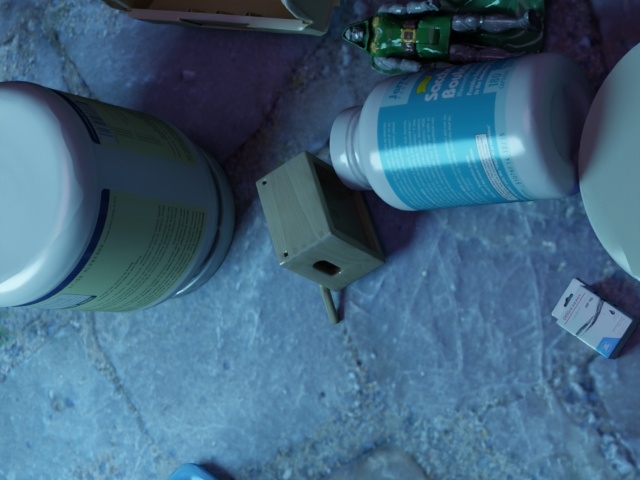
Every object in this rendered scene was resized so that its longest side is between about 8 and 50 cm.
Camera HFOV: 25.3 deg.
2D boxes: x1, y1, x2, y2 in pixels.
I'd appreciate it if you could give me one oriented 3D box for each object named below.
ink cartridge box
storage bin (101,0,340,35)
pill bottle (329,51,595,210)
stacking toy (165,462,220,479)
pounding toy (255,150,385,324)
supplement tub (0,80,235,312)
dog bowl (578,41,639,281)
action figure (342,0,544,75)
[{"bbox_3d":[0.276,0.078,1.454,0.083,0.028,0.048,36,102,27],"label":"ink cartridge box"},{"bbox_3d":[-0.108,-0.371,1.590,0.262,0.123,0.260,9,94,29],"label":"storage bin"},{"bbox_3d":[0.141,-0.107,1.466,0.264,0.146,0.146,-4,83,37],"label":"pill bottle"},{"bbox_3d":[-0.207,0.351,1.534,0.165,0.302,0.175,37,103,26],"label":"stacking toy"},{"bbox_3d":[0.000,0.000,1.564,0.100,0.141,0.130,-31,58,23],"label":"pounding toy"},{"bbox_3d":[-0.262,-0.039,1.585,0.235,0.325,0.236,-3,84,28],"label":"supplement tub"},{"bbox_3d":[0.378,-0.074,1.335,0.264,0.104,0.265,-3,86,42],"label":"dog bowl"},{"bbox_3d":[0.126,-0.219,1.546,0.232,0.063,0.137,6,91,32],"label":"action figure"}]
